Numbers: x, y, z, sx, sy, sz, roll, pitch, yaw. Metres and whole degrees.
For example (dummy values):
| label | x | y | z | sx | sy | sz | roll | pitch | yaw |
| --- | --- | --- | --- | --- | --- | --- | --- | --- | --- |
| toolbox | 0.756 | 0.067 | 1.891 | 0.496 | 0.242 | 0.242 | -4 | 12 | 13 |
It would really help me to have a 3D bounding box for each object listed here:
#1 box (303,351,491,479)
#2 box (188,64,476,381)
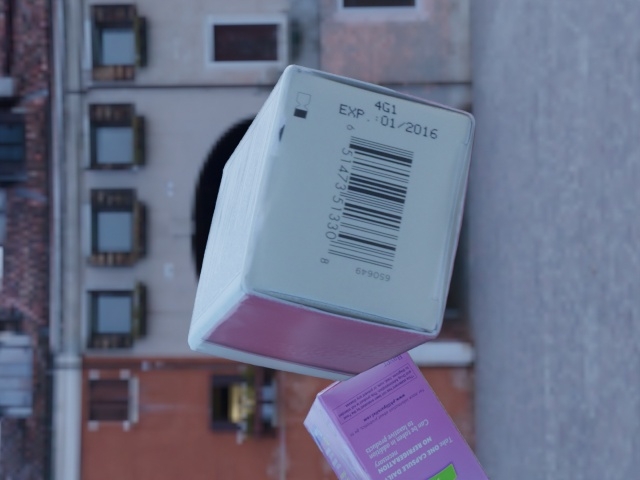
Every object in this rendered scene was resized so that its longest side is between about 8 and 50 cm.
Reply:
| label | x | y | z | sx | sy | sz | roll | pitch | yaw |
| --- | --- | --- | --- | --- | --- | --- | --- | --- | --- |
| box | 0.097 | 0.266 | 1.606 | 0.243 | 0.117 | 0.213 | 56 | 168 | 10 |
| box | 0.000 | 0.000 | 0.932 | 0.232 | 0.127 | 0.148 | 137 | 146 | -72 |
